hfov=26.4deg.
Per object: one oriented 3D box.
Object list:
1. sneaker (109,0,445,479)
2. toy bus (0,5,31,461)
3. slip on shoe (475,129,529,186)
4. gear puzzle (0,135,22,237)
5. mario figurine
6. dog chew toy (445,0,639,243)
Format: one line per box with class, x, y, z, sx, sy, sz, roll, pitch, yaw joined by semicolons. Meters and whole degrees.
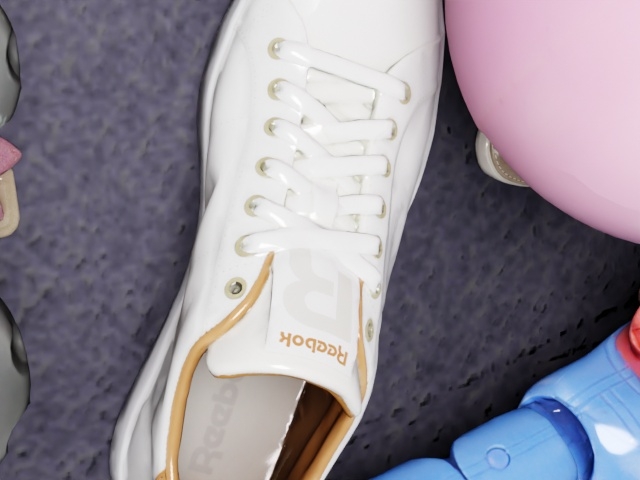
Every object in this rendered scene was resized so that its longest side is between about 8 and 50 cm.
sneaker;0.000;0.000;0.552;0.106;0.123;0.290;14;93;-21
toy bus;-0.203;-0.015;0.412;0.212;0.149;0.220;-3;110;-20
slip on shoe;0.139;-0.054;0.637;0.135;0.041;0.051;-8;102;-19
gear puzzle;-0.280;-0.054;0.475;0.339;0.044;0.175;-10;103;-19
mario figurine;0.165;0.092;0.597;0.321;0.198;0.170;-34;97;-8
dog chew toy;0.107;-0.165;0.510;0.207;0.206;0.331;-28;83;-14
